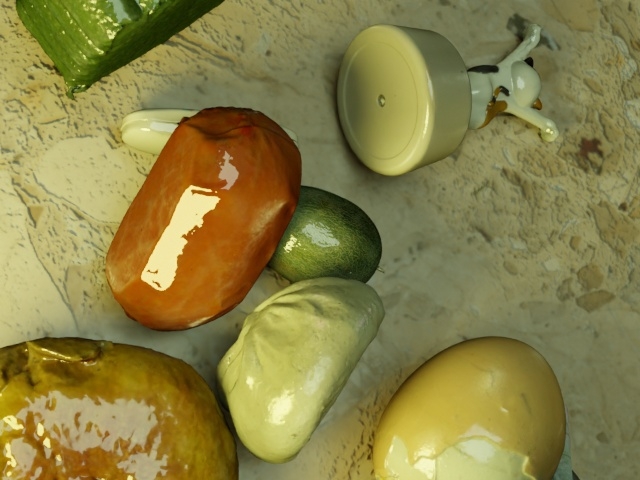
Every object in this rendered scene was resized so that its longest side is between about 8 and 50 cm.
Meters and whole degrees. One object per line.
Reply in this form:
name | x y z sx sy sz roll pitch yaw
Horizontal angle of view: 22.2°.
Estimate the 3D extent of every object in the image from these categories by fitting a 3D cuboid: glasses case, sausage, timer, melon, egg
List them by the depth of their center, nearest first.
sausage | -0.127 -0.020 1.770 0.141 0.153 0.268 20 110 -32
egg | 0.175 0.215 1.837 0.201 0.201 0.244 40 61 -8
glasses case | -0.125 -0.116 1.854 0.204 0.081 0.051 7 77 -19
melon | 0.000 0.000 1.857 0.167 0.114 0.114 24 74 -10
timer | 0.173 -0.176 1.943 0.266 0.175 0.175 -9 84 -36

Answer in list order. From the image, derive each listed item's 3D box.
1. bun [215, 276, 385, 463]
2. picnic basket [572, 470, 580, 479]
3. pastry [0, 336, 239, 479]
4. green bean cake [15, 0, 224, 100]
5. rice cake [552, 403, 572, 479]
bun | -0.033 0.133 1.778 0.133 0.231 0.231 32 72 1
picnic basket | 0.287 0.305 1.935 0.072 0.072 0.083 55 42 -3
pastry | -0.252 0.256 1.708 0.356 0.164 0.356 4 79 -20
green bean cake | -0.197 -0.297 1.768 0.247 0.250 0.156 -35 94 -19
rice cake | 0.270 0.267 1.884 0.034 0.043 0.211 28 39 -19
